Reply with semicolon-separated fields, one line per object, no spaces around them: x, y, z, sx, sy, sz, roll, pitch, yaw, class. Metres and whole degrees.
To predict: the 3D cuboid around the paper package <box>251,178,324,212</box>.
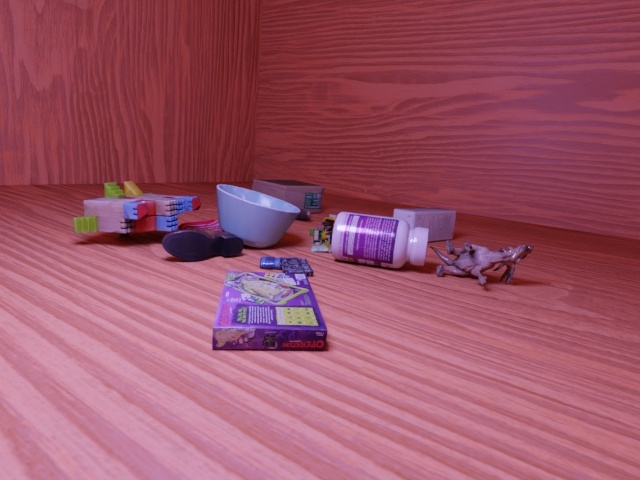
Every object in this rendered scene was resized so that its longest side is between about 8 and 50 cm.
-0.191;-0.258;2.420;0.309;0.168;0.324;18;17;42;paper package

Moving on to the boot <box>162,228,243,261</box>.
-0.429;-0.013;1.357;0.264;0.096;0.280;-8;16;-40;boot

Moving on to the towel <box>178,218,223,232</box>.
-0.407;-0.042;1.651;0.274;0.031;0.198;13;15;31;towel

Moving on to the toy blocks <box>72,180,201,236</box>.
-0.586;-0.096;1.405;0.260;0.191;0.381;5;12;12;toy blocks

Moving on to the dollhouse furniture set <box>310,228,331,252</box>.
0.000;0.000;1.555;0.076;0.059;0.152;3;12;-6;dollhouse furniture set

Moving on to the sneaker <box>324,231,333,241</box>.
0.104;0.004;1.605;0.170;0.051;0.089;31;44;34;sneaker

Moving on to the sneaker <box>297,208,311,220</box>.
-0.124;-0.128;2.131;0.071;0.066;0.188;-24;22;-34;sneaker

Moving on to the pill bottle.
0.199;0.003;1.368;0.301;0.169;0.169;8;12;14;pill bottle

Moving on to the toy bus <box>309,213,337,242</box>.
0.055;-0.056;1.729;0.190;0.105;0.202;4;12;-5;toy bus

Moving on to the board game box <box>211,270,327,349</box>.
-0.114;0.139;0.899;0.208;0.056;0.347;7;11;-10;board game box

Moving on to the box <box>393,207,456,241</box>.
0.478;-0.073;1.897;0.311;0.148;0.121;-3;13;-38;box

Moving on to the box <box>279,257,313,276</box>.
-0.070;0.079;1.198;0.083;0.018;0.067;-2;36;-29;box

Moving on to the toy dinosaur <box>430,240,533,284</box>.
0.499;0.071;1.319;0.200;0.127;0.295;5;-3;-38;toy dinosaur

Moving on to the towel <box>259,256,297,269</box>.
-0.124;0.068;1.256;0.119;0.029;0.067;4;13;-6;towel

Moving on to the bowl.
-0.243;-0.079;1.494;0.311;0.163;0.311;18;10;-3;bowl
